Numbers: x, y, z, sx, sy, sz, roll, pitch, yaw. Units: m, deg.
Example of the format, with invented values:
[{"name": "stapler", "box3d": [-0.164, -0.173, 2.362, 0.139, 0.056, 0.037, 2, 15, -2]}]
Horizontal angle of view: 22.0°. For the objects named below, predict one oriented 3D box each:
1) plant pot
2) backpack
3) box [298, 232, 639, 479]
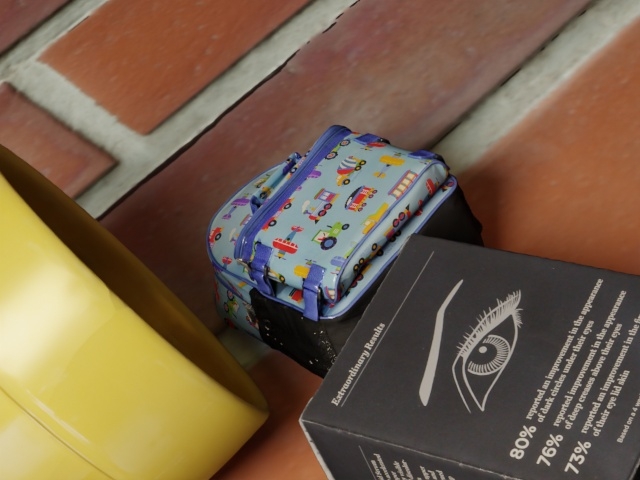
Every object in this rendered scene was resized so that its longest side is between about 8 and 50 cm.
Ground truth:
[{"name": "plant pot", "box3d": [-0.200, 0.105, 1.019, 0.239, 0.254, 0.254, -47, 45, 1]}, {"name": "backpack", "box3d": [0.000, 0.000, 1.105, 0.173, 0.117, 0.158, 24, 60, 42]}, {"name": "box", "box3d": [0.119, 0.098, 0.961, 0.207, 0.108, 0.153, 12, 55, 33]}]
